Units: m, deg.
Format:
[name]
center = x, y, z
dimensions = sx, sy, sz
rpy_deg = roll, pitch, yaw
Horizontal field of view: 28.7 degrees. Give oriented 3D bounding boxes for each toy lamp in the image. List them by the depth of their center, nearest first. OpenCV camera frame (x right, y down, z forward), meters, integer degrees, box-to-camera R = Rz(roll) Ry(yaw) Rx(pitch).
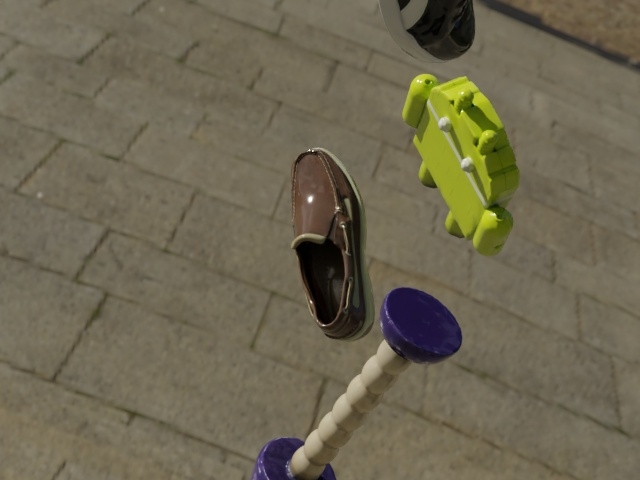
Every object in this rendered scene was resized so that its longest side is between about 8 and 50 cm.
[toy lamp]
center = 0.015, 0.152, 1.042
dimensions = 0.080, 0.274, 0.080
rpy_deg = 23, 35, -17

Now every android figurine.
[android figurine]
center = 0.185, -0.105, 1.636
dimensions = 0.056, 0.273, 0.248
rpy_deg = -23, 74, -12

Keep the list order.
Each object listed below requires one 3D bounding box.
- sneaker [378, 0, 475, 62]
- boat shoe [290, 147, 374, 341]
[sneaker]
center = 0.097, -0.188, 0.810
dimensions = 0.121, 0.217, 0.079
rpy_deg = 8, 62, 28
[boat shoe]
center = 0.007, -0.003, 1.574
dimensions = 0.095, 0.095, 0.257
rpy_deg = 16, 55, -60
